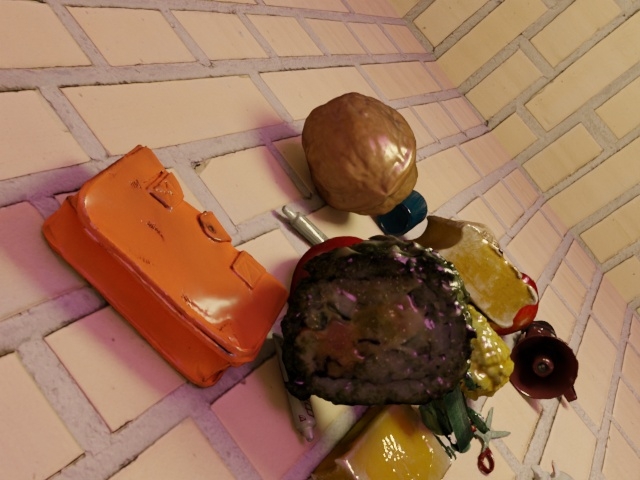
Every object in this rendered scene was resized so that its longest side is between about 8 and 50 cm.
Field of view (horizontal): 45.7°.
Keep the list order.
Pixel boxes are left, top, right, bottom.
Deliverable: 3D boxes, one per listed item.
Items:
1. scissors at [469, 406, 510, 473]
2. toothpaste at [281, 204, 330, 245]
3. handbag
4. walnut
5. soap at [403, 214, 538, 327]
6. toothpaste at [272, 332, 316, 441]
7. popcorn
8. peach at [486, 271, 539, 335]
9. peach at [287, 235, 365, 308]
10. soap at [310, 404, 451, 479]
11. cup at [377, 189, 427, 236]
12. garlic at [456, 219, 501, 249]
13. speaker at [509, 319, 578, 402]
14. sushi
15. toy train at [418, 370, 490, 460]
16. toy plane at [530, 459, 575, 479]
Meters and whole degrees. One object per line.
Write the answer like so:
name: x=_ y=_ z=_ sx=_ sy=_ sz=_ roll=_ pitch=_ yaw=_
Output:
scissors: x=0.415 y=0.480 z=1.891 sx=0.144 sy=0.017 sz=0.248 roll=58 pitch=28 yaw=13
toothpaste: x=0.000 y=0.000 z=1.843 sx=0.255 sy=0.037 sz=0.067 roll=41 pitch=24 yaw=-24
handbag: x=-0.255 y=0.039 z=1.347 sx=0.410 sy=0.116 sz=0.303 roll=46 pitch=29 yaw=-9
walnut: x=0.105 y=-0.216 z=1.982 sx=0.306 sy=0.306 sz=0.344 roll=27 pitch=21 yaw=-37
soap: x=0.399 y=0.077 z=2.061 sx=0.293 sy=0.156 sz=0.335 roll=48 pitch=-4 yaw=-11
toothpaste: x=-0.048 y=0.276 z=1.446 sx=0.060 sy=0.038 sz=0.233 roll=26 pitch=34 yaw=-43
popcorn: x=0.368 y=0.266 z=1.929 sx=0.286 sy=0.174 sz=0.225 roll=53 pitch=11 yaw=26
peach: x=0.570 y=0.179 z=2.275 sx=0.197 sy=0.197 sz=0.197 roll=35 pitch=32 yaw=-26
peach: x=0.078 y=0.110 z=1.651 sx=0.258 sy=0.201 sz=0.361 roll=32 pitch=33 yaw=-29
soap: x=0.128 y=0.439 z=1.452 sx=0.199 sy=0.091 sz=0.315 roll=55 pitch=29 yaw=6
cup: x=0.223 y=-0.091 z=2.197 sx=0.150 sy=0.113 sz=0.138 roll=46 pitch=29 yaw=5
garlic: x=0.482 y=0.031 z=2.382 sx=0.228 sy=0.152 sz=0.228 roll=38 pitch=25 yaw=-21
speaker: x=0.704 y=0.360 z=2.281 sx=0.259 sy=0.198 sz=0.329 roll=36 pitch=18 yaw=13
sushi: x=0.105 y=0.144 z=1.391 sx=0.178 sy=0.352 sz=0.294 roll=-55 pitch=141 yaw=-74
toy train: x=0.246 y=0.338 z=1.616 sx=0.189 sy=0.126 sz=0.307 roll=33 pitch=-25 yaw=43
toy plane: x=0.562 y=0.640 z=1.817 sx=0.245 sy=0.117 sz=0.244 roll=40 pitch=41 yaw=-46
